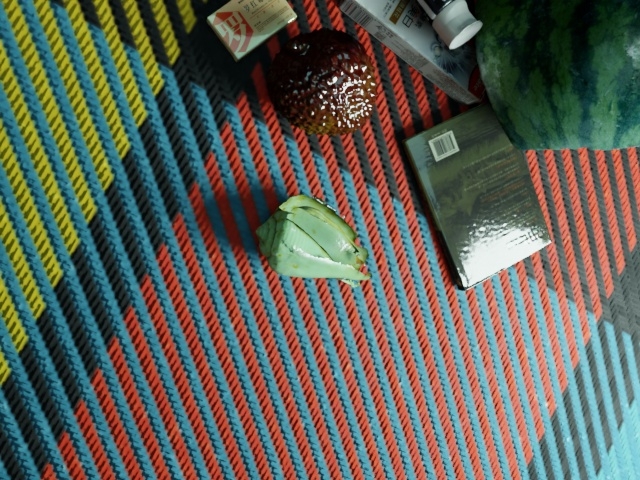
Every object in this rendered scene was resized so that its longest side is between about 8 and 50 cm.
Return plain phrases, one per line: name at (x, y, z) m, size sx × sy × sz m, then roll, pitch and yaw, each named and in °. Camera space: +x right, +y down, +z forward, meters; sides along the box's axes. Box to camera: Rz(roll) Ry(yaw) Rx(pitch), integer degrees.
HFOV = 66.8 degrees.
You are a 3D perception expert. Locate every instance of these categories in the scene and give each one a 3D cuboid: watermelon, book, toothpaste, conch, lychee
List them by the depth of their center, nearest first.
watermelon at (0.362, -0.186, 0.559) m, size 0.319 × 0.292 × 0.222 m, roll 42°, pitch 62°, yaw -30°
lychee at (0.006, -0.177, 0.559) m, size 0.123 × 0.123 × 0.129 m, roll -45°, pitch 113°, yaw -7°
toothpaste at (0.116, -0.318, 0.579) m, size 0.071 × 0.045 × 0.193 m, roll -25°, pitch 80°, yaw -44°
conch at (0.000, 0.000, 0.601) m, size 0.170 × 0.079 × 0.105 m, roll 17°, pitch 97°, yaw -31°
book at (0.223, -0.064, 0.676) m, size 0.160 × 0.024 × 0.228 m, roll -26°, pitch 101°, yaw -11°

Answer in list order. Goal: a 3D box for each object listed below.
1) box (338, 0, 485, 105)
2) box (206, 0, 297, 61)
box at (0.127, -0.259, 0.622) m, size 0.218 × 0.039 × 0.055 m, roll 31°, pitch 85°, yaw -16°
box at (-0.081, -0.264, 0.578) m, size 0.093 × 0.015 × 0.058 m, roll -40°, pitch 106°, yaw -9°
